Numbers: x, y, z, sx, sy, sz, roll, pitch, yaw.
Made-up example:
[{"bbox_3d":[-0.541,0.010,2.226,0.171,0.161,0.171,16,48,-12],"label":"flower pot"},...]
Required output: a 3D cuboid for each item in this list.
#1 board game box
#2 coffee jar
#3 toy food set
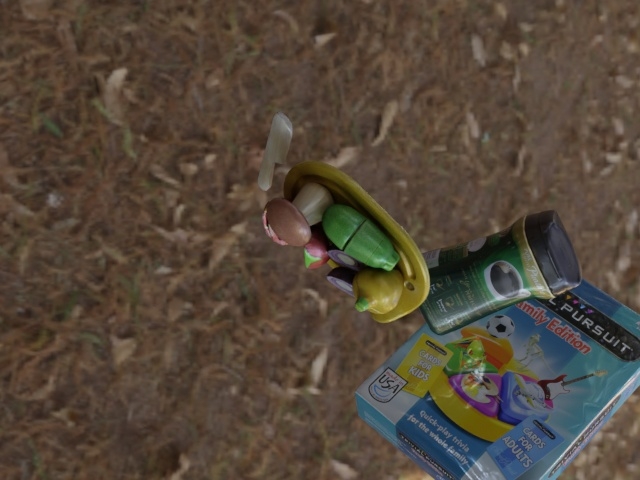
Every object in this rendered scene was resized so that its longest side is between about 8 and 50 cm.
[{"bbox_3d":[0.252,0.179,1.377,0.336,0.253,0.079,-42,149,-21],"label":"board game box"},{"bbox_3d":[0.198,0.036,1.180,0.096,0.184,0.079,63,24,-15],"label":"coffee jar"},{"bbox_3d":[0.000,0.000,0.977,0.218,0.128,0.071,44,58,7],"label":"toy food set"}]
